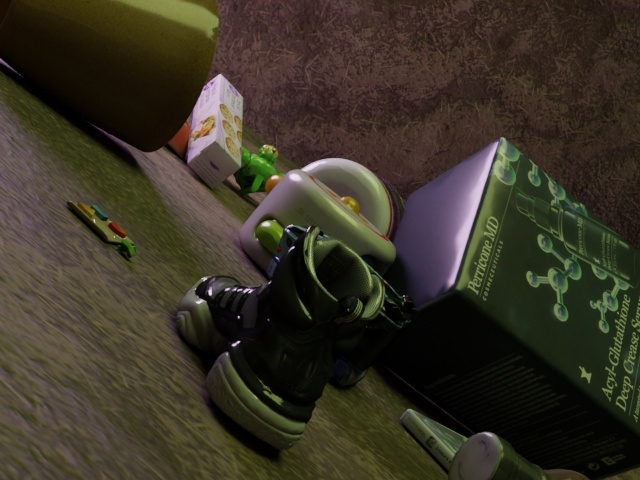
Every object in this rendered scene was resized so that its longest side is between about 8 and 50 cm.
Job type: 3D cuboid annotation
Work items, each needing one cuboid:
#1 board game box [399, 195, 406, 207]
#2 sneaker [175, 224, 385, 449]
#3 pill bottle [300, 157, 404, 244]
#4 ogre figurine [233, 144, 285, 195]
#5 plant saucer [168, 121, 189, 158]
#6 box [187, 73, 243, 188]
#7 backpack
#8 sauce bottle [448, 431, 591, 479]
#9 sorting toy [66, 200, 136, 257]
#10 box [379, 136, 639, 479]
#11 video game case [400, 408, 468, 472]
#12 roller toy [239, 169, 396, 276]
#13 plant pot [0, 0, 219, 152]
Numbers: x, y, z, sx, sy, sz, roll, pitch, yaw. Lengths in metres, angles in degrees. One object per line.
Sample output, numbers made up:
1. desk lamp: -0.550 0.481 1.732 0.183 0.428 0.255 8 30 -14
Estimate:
1. board game box: 0.125 0.012 2.332 0.141 0.170 0.048 43 5 36
2. sneaker: -0.030 0.057 1.045 0.101 0.153 0.268 38 6 -22
3. pill bottle: 0.047 -0.038 2.158 0.181 0.181 0.323 40 6 10
4. ogre figurine: -0.120 -0.121 2.228 0.197 0.097 0.118 53 -18 -21
5. plant saucer: -0.316 -0.269 2.127 0.258 0.048 0.259 46 2 -22
6. box: -0.174 -0.188 2.122 0.067 0.063 0.324 48 15 -21
7. backpack: 0.008 0.065 1.411 0.173 0.117 0.158 41 6 7
8. sauce bottle: 0.267 0.303 1.277 0.344 0.111 0.111 35 7 -25
9. sorting toy: -0.197 -0.009 1.197 0.083 0.012 0.062 41 5 17
10. box: 0.291 0.109 1.760 0.395 0.212 0.293 37 49 -18
11. video game case: 0.192 0.274 1.448 0.173 0.022 0.190 44 7 39
12. roller toy: 0.000 0.000 1.727 0.191 0.146 0.209 38 5 -16
13. plant pot: -0.300 -0.264 1.646 0.254 0.237 0.237 18 16 -32
